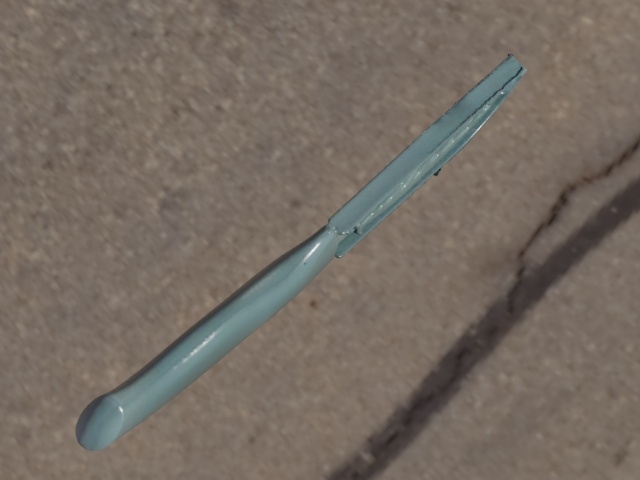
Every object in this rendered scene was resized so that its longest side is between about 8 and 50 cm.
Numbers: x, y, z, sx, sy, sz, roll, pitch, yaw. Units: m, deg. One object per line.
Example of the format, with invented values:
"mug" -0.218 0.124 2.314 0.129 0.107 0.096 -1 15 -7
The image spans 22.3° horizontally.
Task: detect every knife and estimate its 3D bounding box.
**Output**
"knife" 0.000 0.001 0.523 0.210 0.015 0.028 -40 160 -32
